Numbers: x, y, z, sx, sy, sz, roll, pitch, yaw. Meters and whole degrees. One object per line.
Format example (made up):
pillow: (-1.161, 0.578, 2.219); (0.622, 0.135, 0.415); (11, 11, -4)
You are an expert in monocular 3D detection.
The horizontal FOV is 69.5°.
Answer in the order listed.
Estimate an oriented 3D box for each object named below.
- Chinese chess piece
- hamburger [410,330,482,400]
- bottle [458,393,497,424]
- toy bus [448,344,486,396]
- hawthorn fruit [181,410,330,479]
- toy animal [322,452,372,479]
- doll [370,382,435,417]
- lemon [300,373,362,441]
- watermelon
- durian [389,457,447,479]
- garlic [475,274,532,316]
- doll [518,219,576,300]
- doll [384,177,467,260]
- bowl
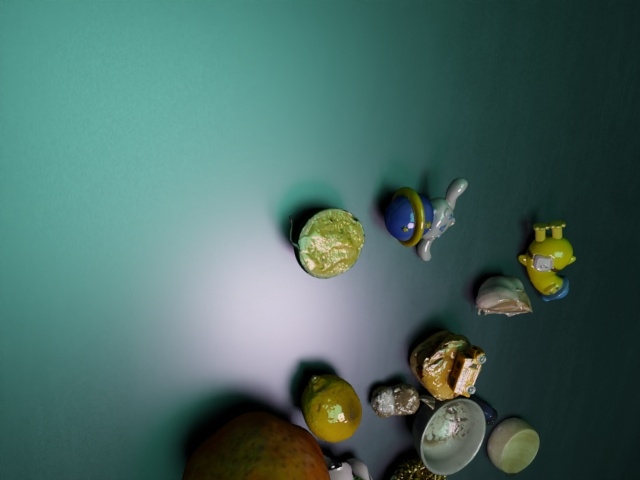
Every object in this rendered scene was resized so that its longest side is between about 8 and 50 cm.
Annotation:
Chinese chess piece: (0.810, 0.867, 1.946); (0.237, 0.092, 0.238); (-7, 107, -23)
hamburger: (0.436, 0.433, 1.627); (0.244, 0.163, 0.245); (-4, 105, -14)
bottle: (0.606, 0.646, 1.809); (0.244, 0.082, 0.072); (37, 133, -26)
toy bus: (0.480, 0.423, 1.515); (0.074, 0.069, 0.162); (16, 97, -7)
hawthorn fruit: (-0.171, 0.749, 1.299); (0.470, 0.471, 0.473); (-6, 107, -22)
toy animal: (0.075, 0.838, 1.550); (0.266, 0.212, 0.213); (29, 92, -26)
doll: (0.284, 0.552, 1.603); (0.220, 0.115, 0.105); (-11, 66, 5)
lemon: (0.032, 0.529, 1.460); (0.188, 0.188, 0.257); (-31, 113, -13)
watermelon: (0.007, 0.001, 1.333); (0.231, 0.127, 0.204); (-10, 108, -23)
durian: (0.355, 0.927, 1.677); (0.224, 0.291, 0.291); (37, 87, 12)
garlic: (0.658, 0.196, 1.676); (0.229, 0.177, 0.143); (15, 66, -44)
doll: (0.851, 0.086, 1.737); (0.199, 0.145, 0.363); (-5, 122, 19)
doll: (0.303, -0.056, 1.456); (0.242, 0.159, 0.311); (-26, 137, -28)
bowl: (0.441, 0.679, 1.677); (0.288, 0.146, 0.290); (-5, 101, -24)
